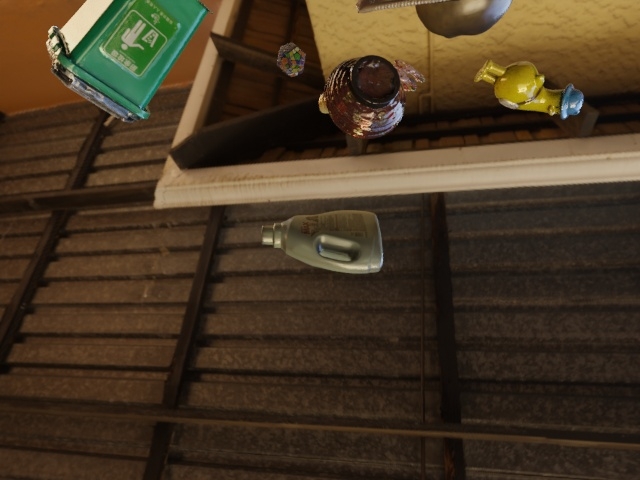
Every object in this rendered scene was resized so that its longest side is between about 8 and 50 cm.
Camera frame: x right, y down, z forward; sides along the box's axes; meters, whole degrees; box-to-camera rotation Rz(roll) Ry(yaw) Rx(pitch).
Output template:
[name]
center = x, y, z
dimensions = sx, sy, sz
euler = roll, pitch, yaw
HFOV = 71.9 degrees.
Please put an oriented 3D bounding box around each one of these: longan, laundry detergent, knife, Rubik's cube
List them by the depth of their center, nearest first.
[knife]
center = 0.269, -0.688, 1.244
dimensions = 0.364, 0.043, 0.089
euler = 4, -123, 27
[laundry detergent]
center = 0.000, 0.000, 1.494
dimensions = 0.396, 0.125, 0.264
euler = 2, -135, -5
[Rubik's cube]
center = -0.101, -0.627, 1.535
dimensions = 0.111, 0.093, 0.111
euler = -9, -129, 11
[longan]
center = 0.515, -0.888, 1.586
dimensions = 0.349, 0.288, 0.289
euler = -6, -122, 13

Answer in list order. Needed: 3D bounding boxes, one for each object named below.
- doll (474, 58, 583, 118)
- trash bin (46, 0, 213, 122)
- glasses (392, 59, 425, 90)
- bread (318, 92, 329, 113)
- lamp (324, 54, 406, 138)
[doll]
center = 0.705, -0.505, 1.488
dimensions = 0.362, 0.199, 0.145
euler = 24, -93, -1
[trash bin]
center = -0.498, -0.543, 1.157
dimensions = 0.381, 0.259, 0.295
euler = -46, -130, 9
[glasses]
center = 0.350, -0.685, 1.889
dimensions = 0.162, 0.095, 0.255
euler = 35, -133, 12
[bread]
center = 0.074, -0.464, 1.475
dimensions = 0.177, 0.119, 0.084
euler = 16, -83, 59
[lamp]
center = 0.126, -0.408, 1.273
dimensions = 0.246, 0.247, 0.247
euler = -7, -123, 11
